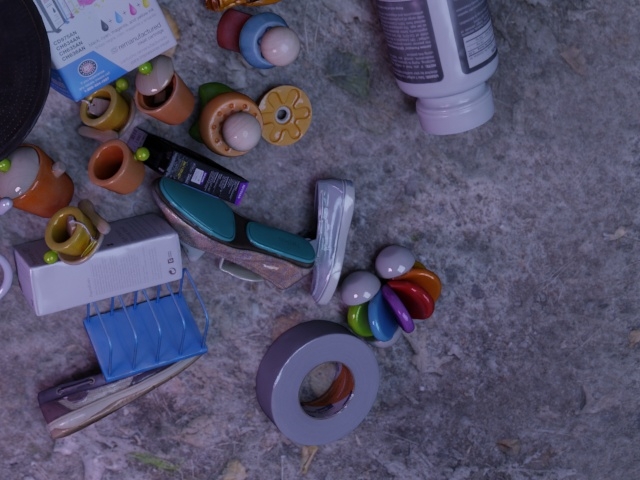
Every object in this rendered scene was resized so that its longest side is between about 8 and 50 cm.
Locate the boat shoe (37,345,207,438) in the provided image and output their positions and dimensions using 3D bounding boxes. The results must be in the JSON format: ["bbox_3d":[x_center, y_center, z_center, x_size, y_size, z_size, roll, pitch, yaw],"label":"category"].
[{"bbox_3d":[-0.320,0.217,1.732,0.285,0.103,0.092,-29,87,-17],"label":"boat shoe"}]

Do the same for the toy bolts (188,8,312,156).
[{"bbox_3d":[-0.076,-0.236,1.662,0.218,0.158,0.228,4,106,-29],"label":"toy bolts"}]

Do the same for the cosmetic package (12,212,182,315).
[{"bbox_3d":[-0.341,0.033,1.642,0.231,0.117,0.085,-14,113,-25],"label":"cosmetic package"}]

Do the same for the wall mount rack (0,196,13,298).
[{"bbox_3d":[-0.579,0.025,1.476,0.350,0.130,0.304,9,118,-31],"label":"wall mount rack"}]

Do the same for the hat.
[{"bbox_3d":[-0.493,-0.237,1.393,0.331,0.134,0.331,0,93,3],"label":"hat"}]

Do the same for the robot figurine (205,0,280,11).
[{"bbox_3d":[-0.055,-0.462,1.636,0.291,0.085,0.211,-25,119,-18],"label":"robot figurine"}]

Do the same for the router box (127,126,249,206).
[{"bbox_3d":[-0.205,-0.114,1.624,0.133,0.179,0.046,22,95,-33],"label":"router box"}]

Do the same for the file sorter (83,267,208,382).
[{"bbox_3d":[-0.273,0.127,1.689,0.170,0.118,0.104,-15,148,-24],"label":"file sorter"}]

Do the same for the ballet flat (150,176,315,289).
[{"bbox_3d":[-0.156,0.003,1.739,0.316,0.107,0.106,28,125,-25],"label":"ballet flat"}]

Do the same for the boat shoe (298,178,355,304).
[{"bbox_3d":[0.000,0.000,1.848,0.081,0.079,0.227,8,106,-10],"label":"boat shoe"}]

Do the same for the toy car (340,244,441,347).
[{"bbox_3d":[0.137,0.113,1.917,0.182,0.136,0.159,-36,121,-13],"label":"toy car"}]

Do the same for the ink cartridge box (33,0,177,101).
[{"bbox_3d":[-0.342,-0.343,1.472,0.171,0.168,0.233,-33,119,-15],"label":"ink cartridge box"}]

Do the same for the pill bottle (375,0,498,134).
[{"bbox_3d":[0.194,-0.343,1.760,0.176,0.176,0.318,-26,118,-18],"label":"pill bottle"}]

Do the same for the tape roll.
[{"bbox_3d":[-0.004,0.256,1.931,0.219,0.072,0.219,-10,113,-25],"label":"tape roll"}]

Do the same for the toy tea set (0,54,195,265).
[{"bbox_3d":[-0.335,-0.139,1.527,0.336,0.200,0.124,-54,144,-2],"label":"toy tea set"}]
